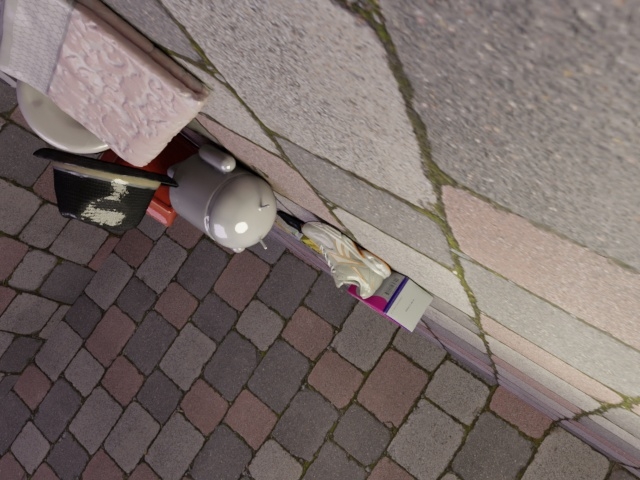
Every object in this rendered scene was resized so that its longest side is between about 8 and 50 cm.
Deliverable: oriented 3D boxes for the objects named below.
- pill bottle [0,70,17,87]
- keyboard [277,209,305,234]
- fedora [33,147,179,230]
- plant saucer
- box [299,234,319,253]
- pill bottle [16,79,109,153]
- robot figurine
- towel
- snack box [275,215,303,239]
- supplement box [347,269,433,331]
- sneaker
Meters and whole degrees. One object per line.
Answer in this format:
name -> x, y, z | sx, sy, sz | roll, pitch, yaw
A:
pill bottle -> -1.023, -0.609, 1.727 | 0.176, 0.176, 0.318 | 35, 174, -3
keyboard -> -0.074, -0.051, 1.741 | 0.108, 0.023, 0.180 | 46, 169, -37
fedora -> -0.503, -0.109, 1.231 | 0.334, 0.152, 0.334 | 13, -176, -1
plant saucer -> -0.460, -0.214, 1.478 | 0.258, 0.259, 0.048 | 38, 156, -30
box -> 0.000, 0.000, 1.536 | 0.087, 0.058, 0.232 | 36, 174, -8
pill bottle -> -0.538, -0.309, 1.195 | 0.224, 0.224, 0.392 | 37, 174, -23
robot figurine -> -0.256, -0.106, 1.383 | 0.353, 0.200, 0.300 | 30, 141, 33
towel -> -0.378, -0.269, 0.877 | 0.317, 0.053, 0.332 | 37, 152, -23
snack box -> -0.096, -0.035, 1.917 | 0.100, 0.037, 0.141 | 33, 175, 26
supplement box -> 0.184, 0.147, 1.433 | 0.114, 0.111, 0.220 | 36, 175, -26
sneaker -> 0.049, 0.051, 1.362 | 0.262, 0.121, 0.099 | 34, 174, 5
